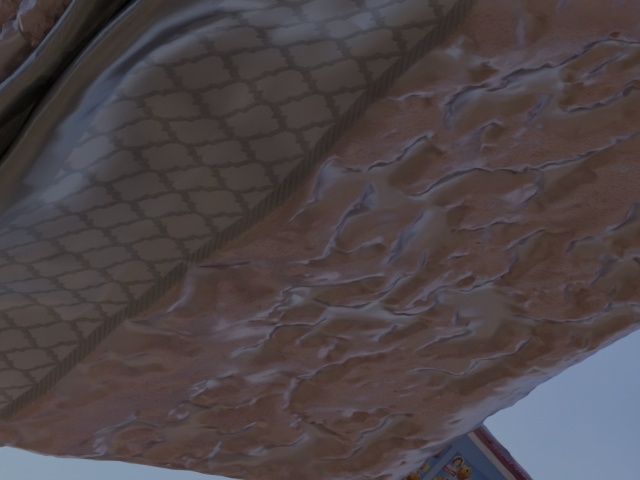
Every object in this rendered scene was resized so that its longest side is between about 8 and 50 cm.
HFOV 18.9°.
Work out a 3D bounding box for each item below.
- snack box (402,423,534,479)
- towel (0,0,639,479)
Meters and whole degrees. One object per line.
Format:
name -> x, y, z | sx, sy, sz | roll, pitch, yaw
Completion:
snack box -> 0.029, 0.082, 0.950 | 0.178, 0.064, 0.022 | 48, 19, 21
towel -> 0.000, 0.000, 0.639 | 0.317, 0.053, 0.332 | 8, -33, -37
